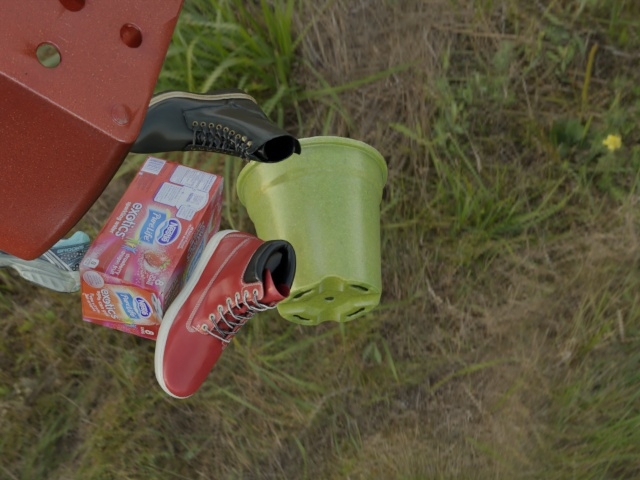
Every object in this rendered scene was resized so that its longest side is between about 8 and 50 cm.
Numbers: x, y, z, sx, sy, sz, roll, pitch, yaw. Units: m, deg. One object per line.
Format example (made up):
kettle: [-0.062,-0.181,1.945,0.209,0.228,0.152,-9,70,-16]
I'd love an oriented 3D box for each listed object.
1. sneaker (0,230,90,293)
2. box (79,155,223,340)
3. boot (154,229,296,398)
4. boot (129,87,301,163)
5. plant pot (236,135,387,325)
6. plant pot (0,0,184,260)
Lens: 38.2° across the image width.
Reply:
sneaker: [-0.536,-0.012,1.607,0.282,0.110,0.122,21,92,-13]
box: [-0.246,0.008,1.375,0.128,0.123,0.257,16,46,5]
boot: [-0.123,0.104,1.221,0.176,0.088,0.244,11,75,54]
boot: [-0.135,-0.128,1.127,0.197,0.077,0.137,-22,43,-30]
plant pot: [0.000,0.000,1.618,0.275,0.276,0.254,-9,61,3]
plant pot: [-0.267,-0.170,0.799,0.235,0.267,0.268,-15,54,46]
